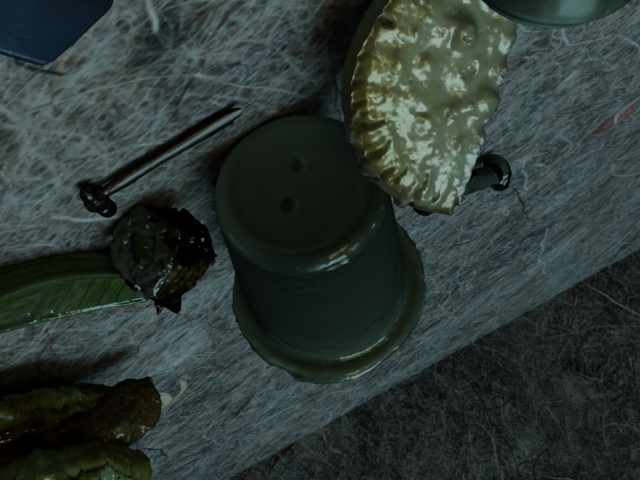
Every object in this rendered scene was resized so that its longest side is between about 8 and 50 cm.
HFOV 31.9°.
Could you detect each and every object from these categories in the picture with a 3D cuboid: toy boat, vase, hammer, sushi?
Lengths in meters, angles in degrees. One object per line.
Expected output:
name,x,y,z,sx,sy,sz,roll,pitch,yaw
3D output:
toy boat,-0.299,0.062,1.158,0.293,0.055,0.093,-14,154,-43
vase,0.204,-0.082,1.621,0.167,0.059,0.059,-18,158,-38
hammer,-0.152,-0.081,1.088,0.178,0.021,0.065,-34,163,-5
sushi,-0.170,0.016,1.183,0.098,0.094,0.084,-55,157,14
vase,0.000,0.000,1.250,0.245,0.245,0.291,-29,156,-9

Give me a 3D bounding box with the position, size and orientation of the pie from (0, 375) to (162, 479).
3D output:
pie,-0.438,0.335,1.468,0.418,0.180,0.395,-33,165,26

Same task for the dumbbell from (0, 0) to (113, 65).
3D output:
dumbbell,-0.268,-0.099,0.628,0.325,0.160,0.144,-37,-167,20

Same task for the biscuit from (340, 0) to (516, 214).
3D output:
biscuit,0.099,-0.151,1.049,0.179,0.084,0.281,-6,116,-34

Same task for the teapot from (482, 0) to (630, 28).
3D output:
teapot,0.186,-0.294,0.885,0.203,0.171,0.225,1,150,-4
